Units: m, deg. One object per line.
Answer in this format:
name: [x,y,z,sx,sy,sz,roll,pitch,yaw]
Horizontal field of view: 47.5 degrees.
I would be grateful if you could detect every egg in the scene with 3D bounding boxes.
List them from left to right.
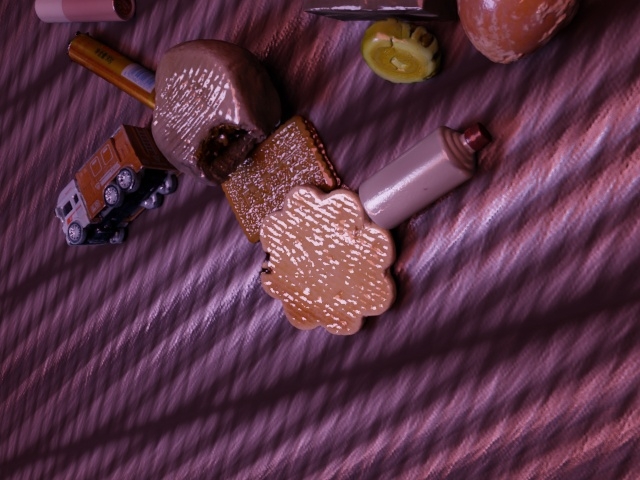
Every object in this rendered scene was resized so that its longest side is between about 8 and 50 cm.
egg: [0.301,-0.387,1.101,0.195,0.195,0.233,32,110,23]

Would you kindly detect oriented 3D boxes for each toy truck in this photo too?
toy truck: [-0.468,-0.120,1.639,0.305,0.136,0.162,-38,71,27]

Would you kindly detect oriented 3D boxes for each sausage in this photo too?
sausage: [-0.412,-0.356,1.601,0.371,0.082,0.082,32,113,22]

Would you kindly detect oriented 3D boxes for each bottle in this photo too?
bottle: [0.186,-0.120,1.260,0.245,0.104,0.104,-34,80,30]

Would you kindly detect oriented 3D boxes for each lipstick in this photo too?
lipstick: [-0.537,-0.531,1.651,0.254,0.070,0.070,9,102,29]

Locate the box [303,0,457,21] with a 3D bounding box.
box: [0.104,-0.455,1.229,0.231,0.155,0.149,10,103,29]

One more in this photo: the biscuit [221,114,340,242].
biscuit: [-0.089,-0.120,1.467,0.254,0.029,0.172,-33,77,30]

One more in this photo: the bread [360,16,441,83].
bread: [0.140,-0.328,1.253,0.139,0.130,0.071,6,58,25]

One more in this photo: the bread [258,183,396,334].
bread: [0.011,0.037,1.406,0.316,0.054,0.316,8,107,27]

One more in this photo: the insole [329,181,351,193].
insole: [0.000,0.000,1.448,0.086,0.005,0.253,36,114,22]

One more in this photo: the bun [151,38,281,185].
bun: [-0.196,-0.258,1.410,0.281,0.204,0.282,7,104,31]
